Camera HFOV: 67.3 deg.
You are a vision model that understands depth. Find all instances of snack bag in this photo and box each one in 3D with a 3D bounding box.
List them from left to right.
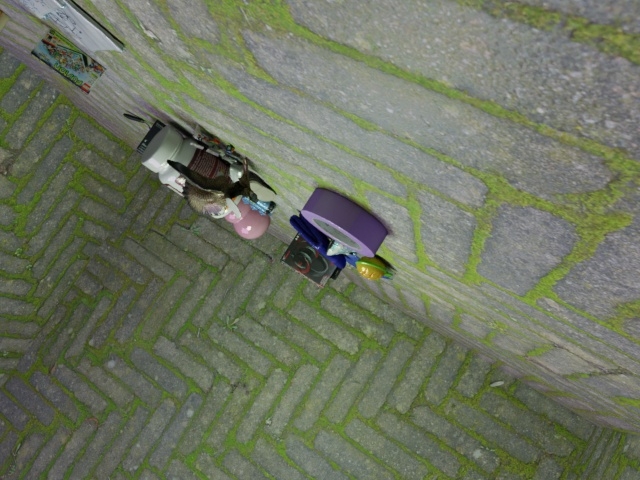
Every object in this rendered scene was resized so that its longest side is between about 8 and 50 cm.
[{"bbox_3d":[-0.720,-0.624,1.294,0.323,0.037,0.342,24,169,47],"label":"snack bag"}]

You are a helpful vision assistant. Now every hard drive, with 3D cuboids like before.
[{"bbox_3d":[0.203,0.107,2.268,0.210,0.040,0.319,33,173,-12],"label":"hard drive"}]

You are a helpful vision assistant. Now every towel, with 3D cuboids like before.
[{"bbox_3d":[0.000,0.000,2.165,0.228,0.076,0.308,43,-178,30],"label":"towel"}]

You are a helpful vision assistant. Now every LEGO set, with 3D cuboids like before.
[{"bbox_3d":[-0.379,-0.349,1.760,0.183,0.060,0.244,22,177,-18],"label":"LEGO set"}]

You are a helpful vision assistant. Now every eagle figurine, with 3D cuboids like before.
[{"bbox_3d":[-0.407,-0.198,1.797,0.299,0.226,0.225,-3,-166,-1],"label":"eagle figurine"}]

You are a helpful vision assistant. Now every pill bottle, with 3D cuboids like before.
[{"bbox_3d":[-0.525,-0.284,2.004,0.392,0.224,0.224,38,171,-35],"label":"pill bottle"}]

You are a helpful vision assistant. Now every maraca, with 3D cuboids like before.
[{"bbox_3d":[0.228,0.122,2.042,0.127,0.099,0.186,8,164,47],"label":"maraca"}]

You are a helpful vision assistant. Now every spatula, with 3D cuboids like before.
[{"bbox_3d":[-0.829,-0.548,2.277,0.297,0.030,0.084,29,174,22],"label":"spatula"}]

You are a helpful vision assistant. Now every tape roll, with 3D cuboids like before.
[{"bbox_3d":[0.075,-0.055,1.541,0.275,0.090,0.275,32,173,4],"label":"tape roll"}]

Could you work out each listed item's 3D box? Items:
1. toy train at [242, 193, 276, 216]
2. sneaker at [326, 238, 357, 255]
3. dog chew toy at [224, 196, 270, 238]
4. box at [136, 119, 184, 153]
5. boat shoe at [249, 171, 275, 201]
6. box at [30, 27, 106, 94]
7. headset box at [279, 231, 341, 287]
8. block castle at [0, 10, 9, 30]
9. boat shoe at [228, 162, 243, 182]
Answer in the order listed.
[{"bbox_3d":[-0.294,-0.182,2.297,0.184,0.080,0.105,35,166,-22],"label":"toy train"},{"bbox_3d":[0.096,0.025,1.931,0.122,0.110,0.283,21,178,-1],"label":"sneaker"},{"bbox_3d":[-0.426,-0.160,2.558,0.332,0.206,0.207,43,169,-21],"label":"dog chew toy"},{"bbox_3d":[-0.694,-0.413,2.102,0.156,0.158,0.093,34,173,-18],"label":"box"},{"bbox_3d":[-0.247,-0.221,1.986,0.206,0.075,0.064,35,-143,-62],"label":"boat shoe"},{"bbox_3d":[-0.868,-0.616,1.662,0.207,0.114,0.036,36,172,-31],"label":"box"},{"bbox_3d":[-0.028,0.094,2.453,0.293,0.218,0.110,33,173,1],"label":"headset box"},{"bbox_3d":[-1.437,-0.902,1.758,0.453,0.212,0.303,32,173,2],"label":"block castle"},{"bbox_3d":[-0.338,-0.266,1.930,0.063,0.066,0.184,24,174,-4],"label":"boat shoe"}]
